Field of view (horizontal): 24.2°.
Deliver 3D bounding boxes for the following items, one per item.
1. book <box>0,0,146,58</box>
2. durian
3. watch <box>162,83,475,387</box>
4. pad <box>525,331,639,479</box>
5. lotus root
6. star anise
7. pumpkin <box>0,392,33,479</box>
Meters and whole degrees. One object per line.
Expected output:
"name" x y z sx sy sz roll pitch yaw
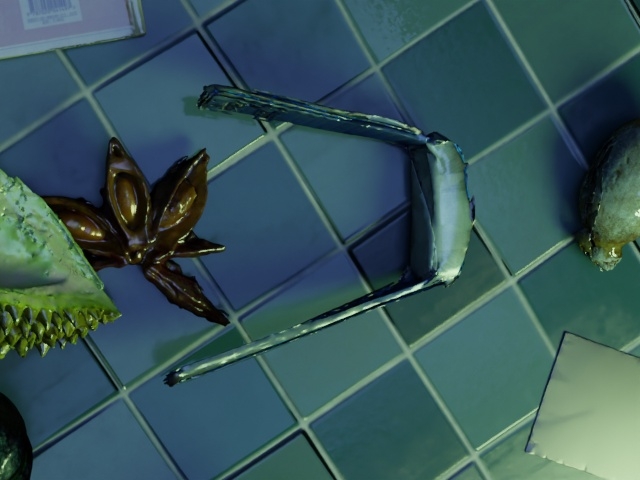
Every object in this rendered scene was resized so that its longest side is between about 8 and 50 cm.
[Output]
"book" -0.263 -0.292 1.358 0.170 0.018 0.241 -11 95 -12
"durian" -0.344 -0.037 1.310 0.169 0.157 0.355 -36 99 -31
"watch" 0.004 0.012 1.376 0.275 0.068 0.276 8 90 -23
"pad" 0.310 0.181 1.501 0.190 0.004 0.127 20 88 -11
"lotus root" 0.299 -0.050 1.452 0.088 0.088 0.165 28 97 -11
"star anise" -0.160 -0.021 1.372 0.212 0.053 0.157 19 93 -8
"pumpkin" -0.342 0.204 1.286 0.150 0.194 0.194 30 86 13
